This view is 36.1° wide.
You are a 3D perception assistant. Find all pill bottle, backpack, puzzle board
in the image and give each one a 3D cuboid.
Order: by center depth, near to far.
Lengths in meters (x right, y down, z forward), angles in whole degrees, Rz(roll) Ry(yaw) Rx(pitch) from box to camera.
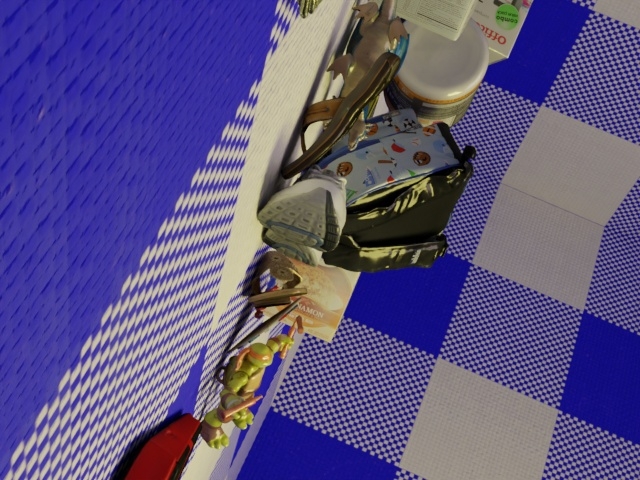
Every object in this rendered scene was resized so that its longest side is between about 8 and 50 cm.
[{"bbox_3d":[-0.089,0.140,1.601,0.096,0.011,0.128,-35,180,29],"label":"puzzle board"},{"bbox_3d":[0.094,-0.081,1.637,0.263,0.213,0.276,-22,148,-22],"label":"backpack"},{"bbox_3d":[0.194,-0.280,1.714,0.278,0.162,0.162,95,18,-78],"label":"pill bottle"}]

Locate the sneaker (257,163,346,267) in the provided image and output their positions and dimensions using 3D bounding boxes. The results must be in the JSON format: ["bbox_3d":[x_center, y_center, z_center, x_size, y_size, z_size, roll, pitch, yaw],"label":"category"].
[{"bbox_3d":[-0.015,-0.051,1.332,0.129,0.111,0.297,-64,-176,-10],"label":"sneaker"}]

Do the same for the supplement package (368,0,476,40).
[{"bbox_3d":[0.191,-0.444,1.457,0.194,0.149,0.203,-61,174,-53],"label":"supplement package"}]

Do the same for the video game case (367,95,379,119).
[{"bbox_3d":[0.039,-0.140,2.008,0.275,0.035,0.248,107,7,-64],"label":"video game case"}]

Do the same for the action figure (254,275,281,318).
[{"bbox_3d":[-0.087,0.086,1.690,0.115,0.030,0.038,-62,179,-29],"label":"action figure"}]

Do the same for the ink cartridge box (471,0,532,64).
[{"bbox_3d":[0.312,-0.515,1.989,0.270,0.198,0.197,-67,-167,-3],"label":"ink cartridge box"}]

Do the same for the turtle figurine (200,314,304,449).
[{"bbox_3d":[-0.129,0.234,1.556,0.217,0.087,0.269,-63,175,37],"label":"turtle figurine"}]

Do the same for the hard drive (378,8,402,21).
[{"bbox_3d":[0.137,-0.401,1.760,0.319,0.040,0.210,-60,172,-60],"label":"hard drive"}]

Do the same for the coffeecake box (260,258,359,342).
[{"bbox_3d":[-0.010,0.070,1.772,0.068,0.142,0.185,-59,171,-64],"label":"coffeecake box"}]

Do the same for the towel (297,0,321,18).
[{"bbox_3d":[0.014,-0.287,0.905,0.110,0.027,0.148,105,11,-60],"label":"towel"}]

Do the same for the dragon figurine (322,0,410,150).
[{"bbox_3d":[0.077,-0.271,1.389,0.144,0.085,0.289,-22,135,-84],"label":"dragon figurine"}]

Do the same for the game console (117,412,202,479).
[{"bbox_3d":[-0.256,0.409,1.203,0.342,0.060,0.386,150,-36,-88],"label":"game console"}]

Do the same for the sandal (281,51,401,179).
[{"bbox_3d":[0.017,-0.170,1.294,0.219,0.060,0.090,-49,178,22],"label":"sandal"}]

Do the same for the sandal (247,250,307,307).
[{"bbox_3d":[-0.075,0.056,1.519,0.240,0.088,0.079,130,-48,-79],"label":"sandal"}]
